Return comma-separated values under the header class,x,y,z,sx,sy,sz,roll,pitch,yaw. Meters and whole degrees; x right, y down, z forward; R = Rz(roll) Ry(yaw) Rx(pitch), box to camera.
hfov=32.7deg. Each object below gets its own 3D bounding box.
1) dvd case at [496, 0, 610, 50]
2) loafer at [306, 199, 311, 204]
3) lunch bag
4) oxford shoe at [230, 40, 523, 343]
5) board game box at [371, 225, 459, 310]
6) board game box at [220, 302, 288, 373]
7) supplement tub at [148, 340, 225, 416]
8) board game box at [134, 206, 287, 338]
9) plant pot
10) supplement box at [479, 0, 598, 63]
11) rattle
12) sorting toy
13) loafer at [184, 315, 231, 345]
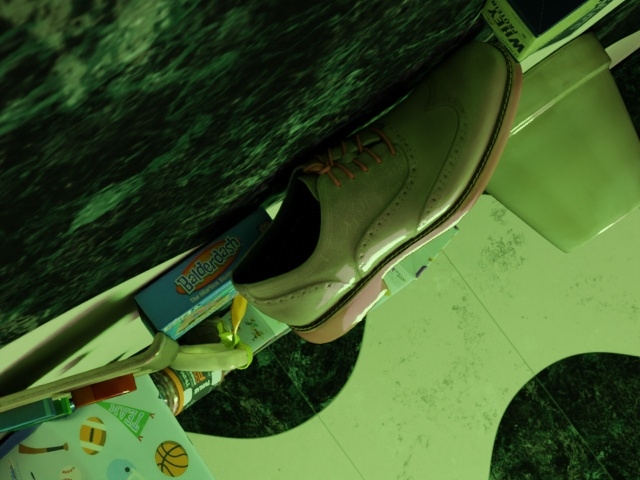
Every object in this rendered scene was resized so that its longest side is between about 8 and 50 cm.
class,x,y,z,sx,sy,sz,roll,pitch,yaw
dvd case,0.299,-0.273,1.217,0.179,0.030,0.238,-39,175,37
loafer,0.037,-0.067,1.126,0.170,0.061,0.062,-34,176,-22
lunch bag,-0.334,0.409,1.549,0.239,0.328,0.385,-25,171,-46
oxford shoe,0.053,-0.055,1.029,0.130,0.123,0.348,29,102,-40
board game box,0.088,0.023,1.887,0.142,0.144,0.275,-45,-178,-34
board game box,-0.106,0.149,2.143,0.224,0.097,0.303,-34,174,-37
supplement tub,-0.261,0.250,1.913,0.106,0.106,0.198,-39,176,35
board game box,-0.121,0.046,1.179,0.160,0.047,0.210,-36,175,-13
plant pot,0.405,-0.142,1.839,0.323,0.280,0.323,-35,176,-3
supplement box,0.185,-0.200,0.895,0.083,0.056,0.083,-36,176,-5
rattle,-0.210,0.142,1.695,0.199,0.143,0.130,1,-160,23
sorting toy,-0.253,0.162,1.132,0.229,0.041,0.307,-21,174,-6
loafer,-0.185,0.153,1.840,0.050,0.056,0.148,-35,-174,-30
